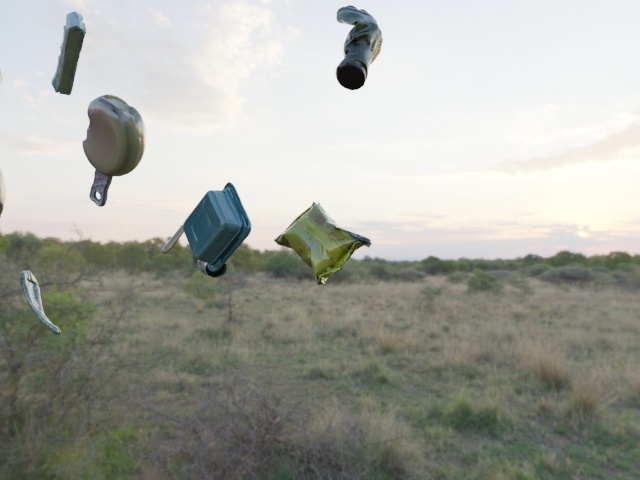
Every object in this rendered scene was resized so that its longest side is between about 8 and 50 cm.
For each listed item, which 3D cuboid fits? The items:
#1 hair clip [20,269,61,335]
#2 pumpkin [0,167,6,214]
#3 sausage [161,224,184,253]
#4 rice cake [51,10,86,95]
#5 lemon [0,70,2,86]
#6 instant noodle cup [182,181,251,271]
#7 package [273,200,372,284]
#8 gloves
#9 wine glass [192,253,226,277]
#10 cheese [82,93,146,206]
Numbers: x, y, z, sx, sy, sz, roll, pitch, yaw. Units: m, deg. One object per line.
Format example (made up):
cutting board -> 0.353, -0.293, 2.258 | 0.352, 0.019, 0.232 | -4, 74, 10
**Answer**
hair clip -> -0.736, 0.167, 1.204 | 0.036, 0.229, 0.066 | -35, -28, -18
pumpkin -> -1.054, -0.156, 1.164 | 0.454, 0.344, 0.454 | 9, -46, 9
sausage -> -0.499, -0.003, 1.573 | 0.024, 0.132, 0.024 | 15, -40, 13
rice cake -> -0.822, -0.604, 1.510 | 0.063, 0.066, 0.336 | -4, -21, -40
lemon -> -0.620, -0.270, 0.733 | 0.184, 0.184, 0.248 | 1, 39, -25
instant noodle cup -> -0.250, -0.033, 1.078 | 0.070, 0.157, 0.179 | 11, -49, -49
package -> 0.000, 0.000, 1.132 | 0.226, 0.168, 0.090 | 44, -9, 37
gloves -> 0.089, -0.451, 1.051 | 0.107, 0.268, 0.135 | 0, -33, 4
wine glass -> -0.437, 0.086, 1.809 | 0.103, 0.103, 0.222 | 1, 7, -26
cheese -> -0.517, -0.204, 1.120 | 0.163, 0.286, 0.082 | 42, 30, 12
